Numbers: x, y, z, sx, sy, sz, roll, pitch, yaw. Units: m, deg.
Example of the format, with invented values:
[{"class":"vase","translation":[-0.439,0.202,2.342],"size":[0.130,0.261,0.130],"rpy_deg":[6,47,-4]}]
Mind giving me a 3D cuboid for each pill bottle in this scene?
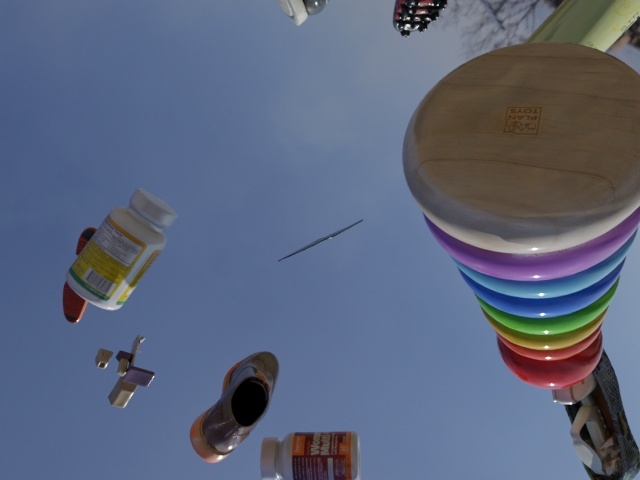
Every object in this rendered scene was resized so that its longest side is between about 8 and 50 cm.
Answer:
[{"class":"pill bottle","translation":[-0.355,0.012,1.195],"size":[0.117,0.208,0.117],"rpy_deg":[36,-176,-3]},{"class":"pill bottle","translation":[-0.021,0.501,1.509],"size":[0.221,0.121,0.121],"rpy_deg":[-3,-154,6]}]

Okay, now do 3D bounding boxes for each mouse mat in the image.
[{"class":"mouse mat","translation":[0.000,0.000,1.595],"size":[0.152,0.189,0.007],"rpy_deg":[-28,-86,-52]}]

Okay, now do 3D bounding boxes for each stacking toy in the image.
[{"class":"stacking toy","translation":[0.158,0.022,0.486],"size":[0.141,0.141,0.330],"rpy_deg":[59,179,37]}]

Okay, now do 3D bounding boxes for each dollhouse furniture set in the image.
[{"class":"dollhouse furniture set","translation":[-0.324,0.203,1.055],"size":[0.091,0.114,0.081],"rpy_deg":[22,-144,-22]}]

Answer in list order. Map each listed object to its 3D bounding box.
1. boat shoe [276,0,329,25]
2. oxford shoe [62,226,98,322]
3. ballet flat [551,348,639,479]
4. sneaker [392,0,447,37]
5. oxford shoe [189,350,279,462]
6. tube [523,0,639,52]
[{"class":"boat shoe","translation":[-0.023,-0.238,0.446],"size":[0.084,0.079,0.233],"rpy_deg":[59,-165,-53]},{"class":"oxford shoe","translation":[-0.643,0.103,1.854],"size":[0.097,0.271,0.098],"rpy_deg":[16,177,26]},{"class":"ballet flat","translation":[0.273,0.169,0.675],"size":[0.188,0.070,0.070],"rpy_deg":[66,-154,0]},{"class":"sneaker","translation":[0.197,-0.525,1.245],"size":[0.097,0.276,0.135],"rpy_deg":[-7,-126,-23]},{"class":"oxford shoe","translation":[-0.148,0.340,1.453],"size":[0.130,0.132,0.364],"rpy_deg":[47,-155,-6]},{"class":"tube","translation":[0.265,-0.221,0.593],"size":[0.062,0.240,0.070],"rpy_deg":[43,-157,0]}]
